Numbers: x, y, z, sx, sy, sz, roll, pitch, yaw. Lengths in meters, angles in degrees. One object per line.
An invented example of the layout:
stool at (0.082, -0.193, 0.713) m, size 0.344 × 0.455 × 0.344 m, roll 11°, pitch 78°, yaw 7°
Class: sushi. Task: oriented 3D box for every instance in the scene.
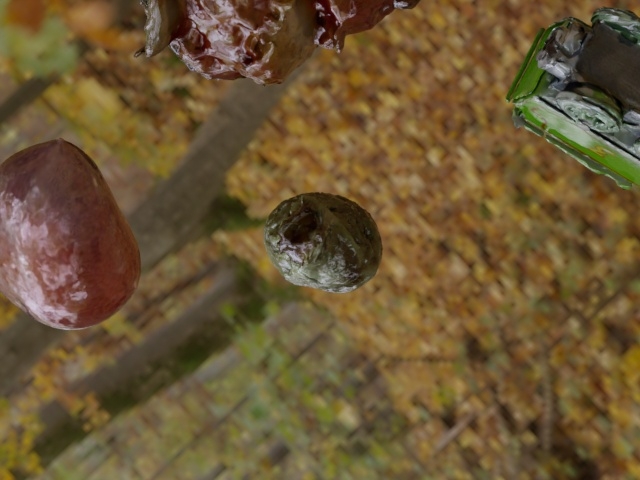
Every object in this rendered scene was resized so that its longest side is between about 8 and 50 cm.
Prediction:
sushi at (-0.019, -0.262, 1.403) m, size 0.196 × 0.343 × 0.182 m, roll 53°, pitch -176°, yaw -34°

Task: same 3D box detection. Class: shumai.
shumai at (0.000, -0.001, 1.669) m, size 0.123 × 0.099 × 0.087 m, roll 11°, pitch 177°, yaw 6°

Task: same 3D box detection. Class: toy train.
toy train at (0.182, -0.040, 0.785) m, size 0.202 × 0.060 × 0.081 m, roll 30°, pitch 171°, yaw -13°

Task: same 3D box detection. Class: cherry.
cherry at (-0.164, -0.003, 1.013) m, size 0.106 × 0.087 × 0.126 m, roll 21°, pitch 152°, yaw 36°
